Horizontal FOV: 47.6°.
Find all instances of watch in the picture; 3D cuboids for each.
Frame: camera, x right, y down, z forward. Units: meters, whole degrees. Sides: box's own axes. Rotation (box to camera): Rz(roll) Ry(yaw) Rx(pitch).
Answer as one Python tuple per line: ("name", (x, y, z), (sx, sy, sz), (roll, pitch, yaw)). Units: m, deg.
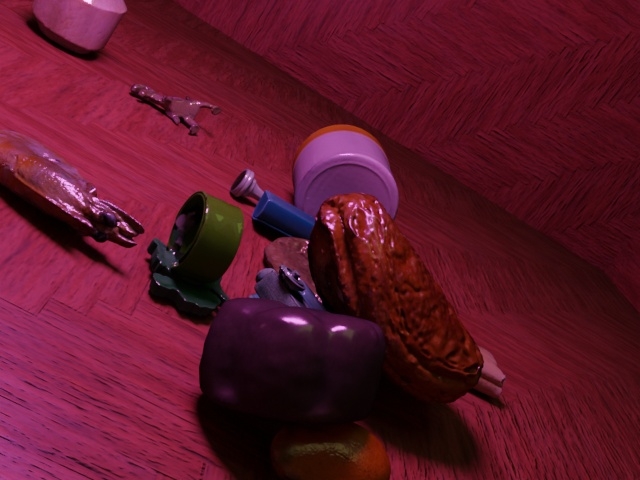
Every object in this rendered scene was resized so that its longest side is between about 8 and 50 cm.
("watch", (-0.174, 0.015, 1.106), (0.131, 0.152, 0.165), (27, 18, -28))

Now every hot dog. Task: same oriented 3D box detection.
("hot dog", (0.105, 0.104, 1.182), (0.387, 0.174, 0.267), (55, -11, -12))

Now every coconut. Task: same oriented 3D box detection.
("coconut", (-0.581, -0.577, 1.765), (0.202, 0.222, 0.202), (32, 24, -16))

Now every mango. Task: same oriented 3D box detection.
("mango", (0.011, 0.269, 0.895), (0.165, 0.089, 0.115), (26, 30, -14))

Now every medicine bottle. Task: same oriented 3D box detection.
("medicine bottle", (0.053, -0.125, 1.687), (0.238, 0.238, 0.232), (29, 21, -15))

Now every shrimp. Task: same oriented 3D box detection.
("shrimp", (-0.388, -0.081, 1.108), (0.317, 0.077, 0.168), (35, 16, 12))

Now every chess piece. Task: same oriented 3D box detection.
("chess piece", (-0.140, -0.103, 1.592), (0.103, 0.067, 0.067), (37, 17, -22))

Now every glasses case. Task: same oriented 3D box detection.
("glasses case", (0.000, 0.001, 1.541), (0.301, 0.070, 0.117), (31, 7, -13))

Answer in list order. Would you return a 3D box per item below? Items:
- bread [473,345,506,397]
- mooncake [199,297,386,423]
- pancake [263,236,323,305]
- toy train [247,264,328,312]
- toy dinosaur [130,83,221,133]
("bread", (0.276, 0.231, 1.456), (0.178, 0.060, 0.139), (28, 19, -18))
("mooncake", (-0.032, 0.151, 0.932), (0.245, 0.133, 0.245), (10, -4, 1))
("pancake", (-0.005, 0.080, 1.388), (0.242, 0.050, 0.242), (21, 26, -11))
("toy train", (-0.016, 0.144, 1.159), (0.159, 0.101, 0.248), (37, 11, -49))
("toy dinosaur", (-0.343, -0.343, 1.830), (0.199, 0.072, 0.251), (31, 26, 23))
